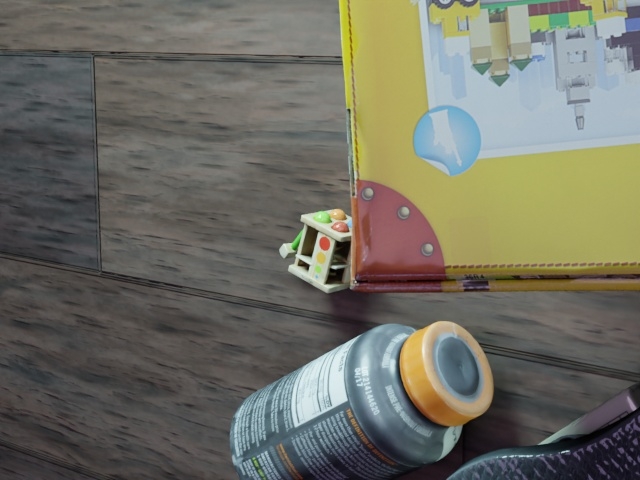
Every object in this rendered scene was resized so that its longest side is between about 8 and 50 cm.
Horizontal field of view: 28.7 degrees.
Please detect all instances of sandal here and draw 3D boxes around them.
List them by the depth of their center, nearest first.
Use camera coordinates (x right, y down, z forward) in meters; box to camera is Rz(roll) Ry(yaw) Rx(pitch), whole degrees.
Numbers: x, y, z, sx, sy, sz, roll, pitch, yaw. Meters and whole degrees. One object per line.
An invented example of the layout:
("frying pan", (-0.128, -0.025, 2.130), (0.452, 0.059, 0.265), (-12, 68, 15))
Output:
("sandal", (0.193, 0.175, 0.893), (0.254, 0.054, 0.097), (-27, 86, 30))

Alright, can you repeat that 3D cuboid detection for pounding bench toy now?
("pounding bench toy", (0.000, 0.000, 1.185), (0.083, 0.052, 0.065), (28, 115, 34))

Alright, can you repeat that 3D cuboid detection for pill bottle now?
("pill bottle", (0.039, 0.157, 1.129), (0.245, 0.130, 0.130), (-32, 77, 39))

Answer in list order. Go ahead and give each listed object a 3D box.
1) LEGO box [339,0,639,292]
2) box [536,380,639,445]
("LEGO box", (0.268, -0.165, 0.736), (0.500, 0.193, 0.372), (-1, 95, 22))
("box", (0.225, 0.219, 0.984), (0.232, 0.127, 0.149), (-42, 70, 37))
